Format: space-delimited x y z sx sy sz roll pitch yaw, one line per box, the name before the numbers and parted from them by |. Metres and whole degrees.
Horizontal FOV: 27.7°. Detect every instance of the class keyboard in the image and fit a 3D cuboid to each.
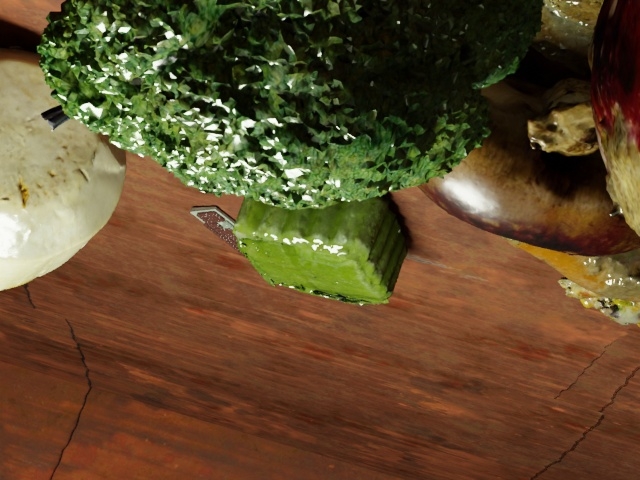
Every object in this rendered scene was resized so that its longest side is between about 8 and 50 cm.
keyboard | -0.134 -0.007 2.001 0.055 0.017 0.166 -1 152 37

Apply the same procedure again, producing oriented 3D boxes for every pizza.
pizza | 0.414 0.079 1.780 0.176 0.036 0.185 15 158 6

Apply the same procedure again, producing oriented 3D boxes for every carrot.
carrot | 0.300 -0.022 1.509 0.302 0.139 0.139 28 157 -7

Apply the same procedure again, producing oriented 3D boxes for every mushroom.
mushroom | 0.215 -0.080 1.281 0.297 0.163 0.278 16 -175 -4

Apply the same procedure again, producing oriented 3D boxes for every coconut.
coconut | -0.409 -0.087 1.663 0.323 0.323 0.323 15 158 6

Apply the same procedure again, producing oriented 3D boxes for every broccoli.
broccoli | -0.015 -0.177 0.985 0.413 0.310 0.321 -13 179 0

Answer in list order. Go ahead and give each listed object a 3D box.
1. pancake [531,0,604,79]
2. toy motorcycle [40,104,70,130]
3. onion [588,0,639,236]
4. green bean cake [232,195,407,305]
pancake | 0.275 -0.244 1.075 0.356 0.065 0.356 14 157 6
toy motorcycle | -0.108 -0.205 1.200 0.358 0.125 0.213 3 126 -13
onion | 0.385 -0.119 0.914 0.385 0.348 0.348 -25 154 -3
green bean cake | 0.000 0.000 1.791 0.214 0.113 0.200 9 157 22
